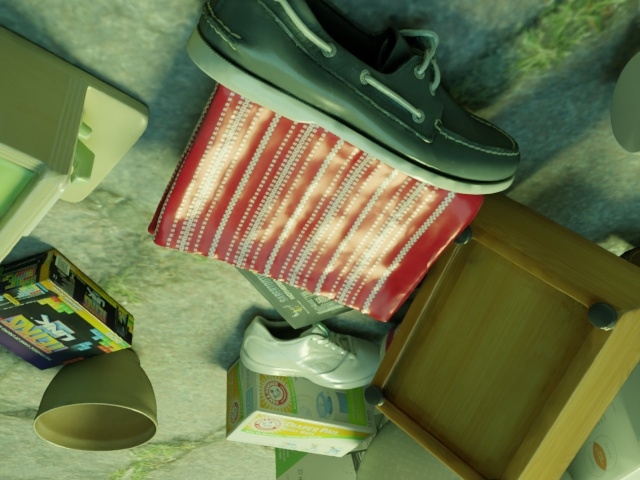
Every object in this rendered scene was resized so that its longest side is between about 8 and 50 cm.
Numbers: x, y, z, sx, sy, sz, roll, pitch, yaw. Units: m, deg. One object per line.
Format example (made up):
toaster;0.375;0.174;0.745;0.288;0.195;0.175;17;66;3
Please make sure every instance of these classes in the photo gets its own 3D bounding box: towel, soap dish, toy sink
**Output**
towel;-0.004;-0.024;0.631;0.275;0.031;0.199;21;126;-20
soap dish;0.189;0.118;0.698;0.118;0.229;0.290;-4;123;-53
toy sink;-0.283;-0.076;0.546;0.234;0.131;0.153;27;132;-35

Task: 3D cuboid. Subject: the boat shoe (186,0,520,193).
boat shoe;0.057;-0.129;0.540;0.320;0.116;0.099;19;120;-24

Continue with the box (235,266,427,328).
box;0.000;0.000;0.734;0.184;0.059;0.232;-21;139;14

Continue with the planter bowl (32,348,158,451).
planter bowl;-0.307;0.215;0.924;0.162;0.109;0.162;-3;141;-3

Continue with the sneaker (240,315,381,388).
sneaker;0.000;0.146;0.912;0.212;0.080;0.094;7;128;-13

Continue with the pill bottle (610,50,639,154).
pill bottle;0.401;-0.112;0.578;0.264;0.146;0.146;2;141;-10

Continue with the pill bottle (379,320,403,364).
pill bottle;0.228;0.127;0.842;0.160;0.160;0.283;28;130;-35

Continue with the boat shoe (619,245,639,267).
boat shoe;0.495;0.019;0.797;0.308;0.110;0.104;-5;139;-16

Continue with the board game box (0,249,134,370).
board game box;-0.339;0.092;0.816;0.141;0.048;0.170;-17;140;12

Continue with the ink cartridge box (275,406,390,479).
ink cartridge box;0.068;0.405;1.137;0.273;0.198;0.114;-13;140;8

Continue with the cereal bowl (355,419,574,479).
cereal bowl;0.225;0.346;0.929;0.339;0.339;0.141;8;118;-17

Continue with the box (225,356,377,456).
box;-0.032;0.243;0.992;0.203;0.114;0.103;18;135;-25

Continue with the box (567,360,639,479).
box;0.448;0.317;1.063;0.168;0.215;0.345;5;141;-16
